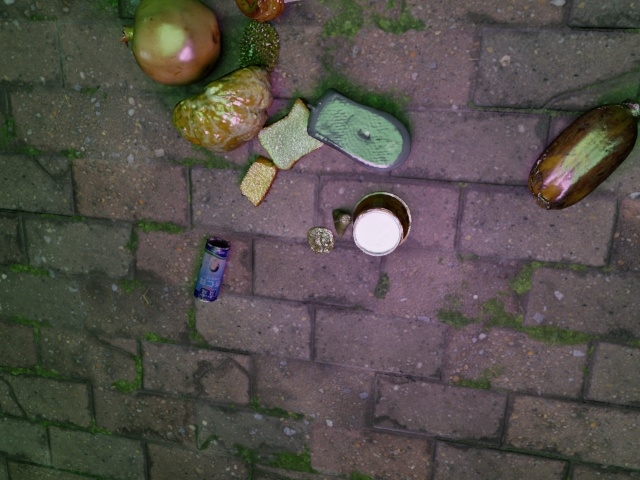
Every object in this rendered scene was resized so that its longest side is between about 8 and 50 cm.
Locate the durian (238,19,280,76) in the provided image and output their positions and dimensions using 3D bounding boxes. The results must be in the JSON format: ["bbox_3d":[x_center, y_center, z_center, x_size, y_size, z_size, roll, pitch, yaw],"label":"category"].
[{"bbox_3d":[-0.214,-0.625,1.884,0.137,0.095,0.221,21,115,7],"label":"durian"}]

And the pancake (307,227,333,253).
[{"bbox_3d":[0.000,0.001,2.052,0.108,0.017,0.108,5,109,14],"label":"pancake"}]

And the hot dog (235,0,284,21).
[{"bbox_3d":[-0.207,-0.845,1.782,0.196,0.122,0.272,-4,103,52],"label":"hot dog"}]

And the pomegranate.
[{"bbox_3d":[-0.488,-0.656,1.835,0.319,0.319,0.319,3,106,12],"label":"pomegranate"}]

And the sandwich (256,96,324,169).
[{"bbox_3d":[-0.099,-0.365,1.945,0.214,0.065,0.186,-29,97,19],"label":"sandwich"}]

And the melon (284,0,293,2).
[{"bbox_3d":[-0.056,-0.827,1.792,0.139,0.093,0.202,36,118,-7],"label":"melon"}]

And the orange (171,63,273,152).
[{"bbox_3d":[-0.307,-0.412,1.849,0.368,0.271,0.210,-25,81,25],"label":"orange"}]

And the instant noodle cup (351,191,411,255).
[{"bbox_3d":[0.200,-0.047,1.910,0.216,0.172,0.216,3,106,11],"label":"instant noodle cup"}]

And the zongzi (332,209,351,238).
[{"bbox_3d":[0.080,-0.046,1.978,0.052,0.104,0.113,-10,107,-14],"label":"zongzi"}]

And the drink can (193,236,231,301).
[{"bbox_3d":[-0.414,0.112,2.139,0.097,0.097,0.235,21,110,6],"label":"drink can"}]

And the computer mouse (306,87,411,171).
[{"bbox_3d":[0.122,-0.361,1.860,0.371,0.122,0.188,28,95,-2],"label":"computer mouse"}]

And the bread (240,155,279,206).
[{"bbox_3d":[-0.224,-0.212,2.022,0.103,0.065,0.187,33,112,-4],"label":"bread"}]

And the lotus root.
[{"bbox_3d":[0.803,-0.260,1.707,0.196,0.179,0.397,41,111,-3],"label":"lotus root"}]
